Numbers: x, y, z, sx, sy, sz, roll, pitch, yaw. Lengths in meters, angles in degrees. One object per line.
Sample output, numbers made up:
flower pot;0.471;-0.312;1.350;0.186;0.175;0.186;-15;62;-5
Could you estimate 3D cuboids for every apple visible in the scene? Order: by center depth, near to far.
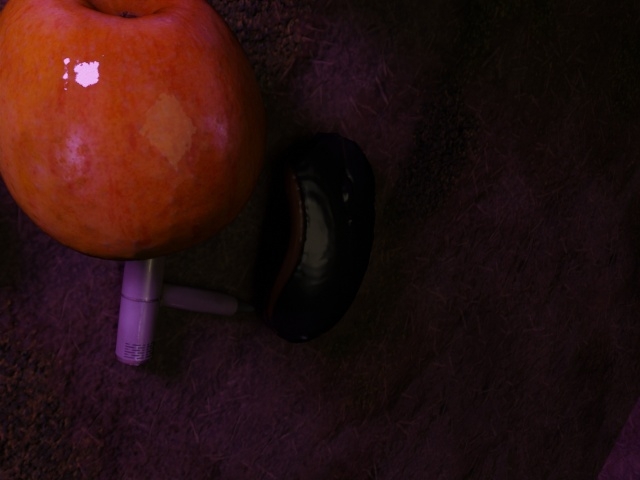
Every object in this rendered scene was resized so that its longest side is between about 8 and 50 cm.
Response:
apple;-0.202;-0.141;0.843;0.299;0.299;0.275;-24;130;-33

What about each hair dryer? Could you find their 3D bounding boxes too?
hair dryer;-0.170;0.061;1.104;0.220;0.053;0.195;-2;105;-41

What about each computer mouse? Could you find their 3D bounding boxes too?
computer mouse;0.004;0.002;1.196;0.182;0.116;0.324;-1;105;-46
